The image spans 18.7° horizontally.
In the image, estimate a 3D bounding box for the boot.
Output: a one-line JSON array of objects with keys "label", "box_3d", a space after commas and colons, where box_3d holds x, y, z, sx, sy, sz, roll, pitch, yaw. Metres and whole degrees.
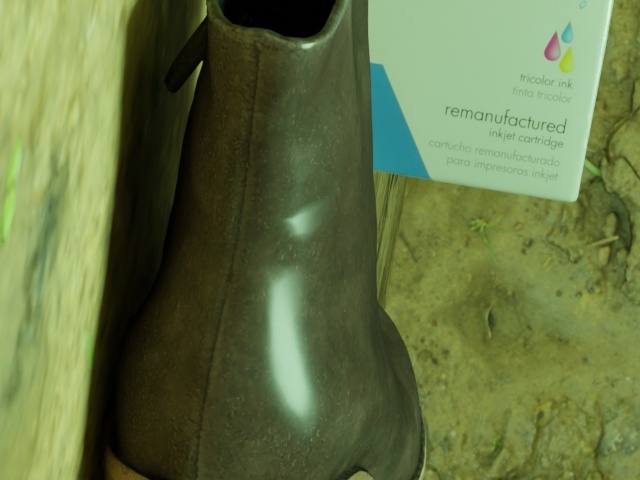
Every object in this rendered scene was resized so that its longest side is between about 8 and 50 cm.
[{"label": "boot", "box_3d": [0.000, 0.000, 0.611, 0.248, 0.090, 0.207, -60, 161, -68]}]

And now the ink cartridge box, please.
[{"label": "ink cartridge box", "box_3d": [0.060, -0.144, 0.796, 0.078, 0.134, 0.231, -66, 164, -71]}]
